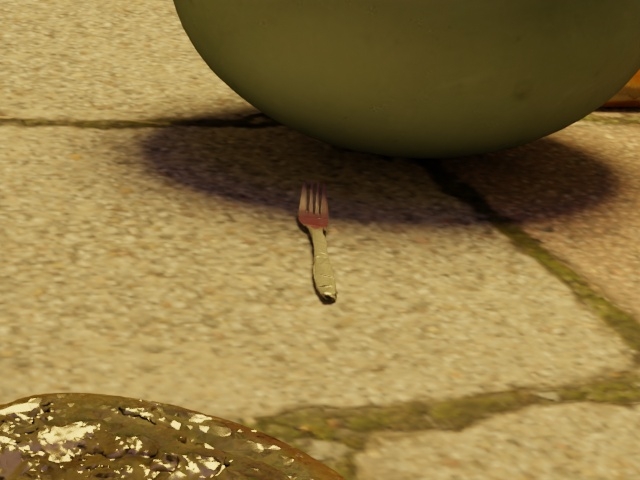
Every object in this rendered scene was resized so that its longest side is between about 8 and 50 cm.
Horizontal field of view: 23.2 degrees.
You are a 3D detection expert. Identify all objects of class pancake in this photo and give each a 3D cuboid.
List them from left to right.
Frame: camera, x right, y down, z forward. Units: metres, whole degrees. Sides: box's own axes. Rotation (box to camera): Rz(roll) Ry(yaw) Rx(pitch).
[{"bbox_3d":[-0.060,0.088,0.476,0.158,0.028,0.158,5,20,-2],"label":"pancake"}]

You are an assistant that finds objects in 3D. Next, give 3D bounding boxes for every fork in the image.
[{"bbox_3d":[0.000,0.001,0.728,0.016,0.012,0.115,1,28,-6],"label":"fork"}]

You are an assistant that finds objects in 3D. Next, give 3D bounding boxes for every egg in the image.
[{"bbox_3d":[0.058,-0.145,0.845,0.282,0.203,0.203,-2,24,-20],"label":"egg"}]

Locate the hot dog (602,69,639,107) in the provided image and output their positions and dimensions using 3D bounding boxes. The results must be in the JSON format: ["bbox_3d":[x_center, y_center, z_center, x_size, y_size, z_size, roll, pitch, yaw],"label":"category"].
[{"bbox_3d":[0.210,-0.113,1.030,0.133,0.041,0.056,-2,24,-21],"label":"hot dog"}]
